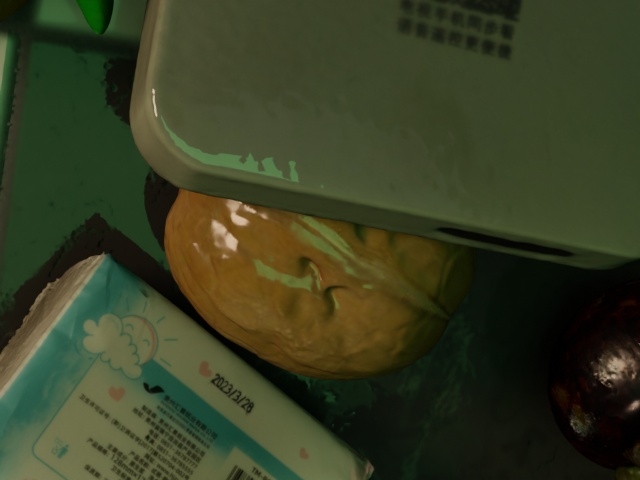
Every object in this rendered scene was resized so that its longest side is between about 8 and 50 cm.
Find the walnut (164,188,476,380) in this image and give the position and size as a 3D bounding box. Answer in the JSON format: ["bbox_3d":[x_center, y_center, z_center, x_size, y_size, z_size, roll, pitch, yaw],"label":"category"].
[{"bbox_3d":[0.000,0.000,0.939,0.225,0.193,0.193,22,95,-17],"label":"walnut"}]

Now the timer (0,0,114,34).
[{"bbox_3d":[-0.210,-0.225,0.789,0.285,0.285,0.285,-2,100,-12],"label":"timer"}]

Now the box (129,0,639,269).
[{"bbox_3d":[0.080,-0.189,0.859,0.367,0.090,0.373,11,78,-16],"label":"box"}]

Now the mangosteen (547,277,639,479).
[{"bbox_3d":[0.261,0.115,1.012,0.172,0.184,0.173,-4,117,-8],"label":"mangosteen"}]

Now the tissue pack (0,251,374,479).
[{"bbox_3d":[-0.123,0.165,0.950,0.271,0.124,0.201,41,68,-15],"label":"tissue pack"}]
